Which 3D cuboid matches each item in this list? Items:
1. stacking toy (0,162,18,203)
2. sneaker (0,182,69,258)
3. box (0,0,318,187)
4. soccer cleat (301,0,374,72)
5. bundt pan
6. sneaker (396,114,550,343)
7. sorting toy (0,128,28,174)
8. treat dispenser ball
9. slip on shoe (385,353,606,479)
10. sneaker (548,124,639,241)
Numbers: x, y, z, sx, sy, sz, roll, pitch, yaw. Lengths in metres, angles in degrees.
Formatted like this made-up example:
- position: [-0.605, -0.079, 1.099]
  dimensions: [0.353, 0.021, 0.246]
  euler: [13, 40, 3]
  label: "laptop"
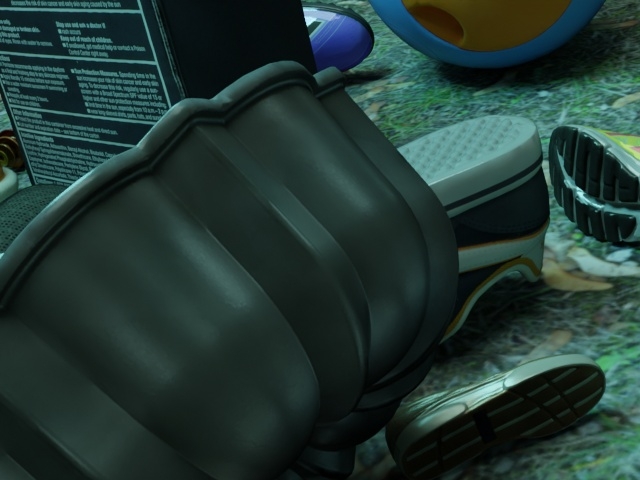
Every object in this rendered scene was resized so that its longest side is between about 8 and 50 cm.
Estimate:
- position: [-0.499, -0.217, 1.097]
  dimensions: [0.350, 0.480, 0.350]
  euler: [-7, 14, 2]
  label: "stacking toy"
- position: [-0.304, 0.110, 0.576]
  dimensions: [0.482, 0.202, 0.185]
  euler: [-38, -11, -16]
  label: "sneaker"
- position: [-0.167, -0.184, 1.111]
  dimensions: [0.296, 0.294, 0.182]
  euler: [12, 36, 41]
  label: "box"
- position: [-0.094, -0.191, 1.329]
  dimensions: [0.318, 0.109, 0.116]
  euler: [-5, 48, 15]
  label: "soccer cleat"
- position: [-0.054, 0.082, 0.555]
  dimensions: [0.124, 0.331, 0.331]
  euler: [41, 51, 15]
  label: "bundt pan"
- position: [0.011, 0.025, 0.798]
  dimensions: [0.321, 0.128, 0.126]
  euler: [-18, 25, -4]
  label: "sneaker"
- position: [-0.328, -0.103, 1.298]
  dimensions: [0.102, 0.061, 0.042]
  euler: [-24, 17, 37]
  label: "sorting toy"
- position: [0.175, -0.325, 1.219]
  dimensions: [0.288, 0.288, 0.288]
  euler: [-12, 26, 6]
  label: "treat dispenser ball"
- position: [0.103, 0.099, 0.696]
  dimensions: [0.135, 0.051, 0.041]
  euler: [-25, 30, -4]
  label: "slip on shoe"
- position: [0.258, -0.041, 0.871]
  dimensions: [0.094, 0.082, 0.208]
  euler: [-21, 33, -28]
  label: "sneaker"
